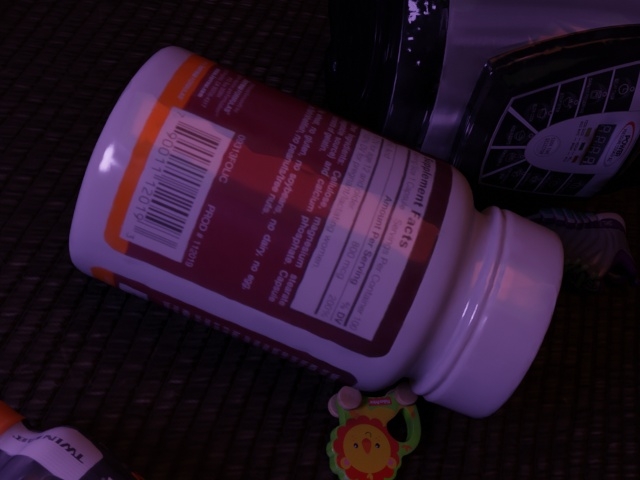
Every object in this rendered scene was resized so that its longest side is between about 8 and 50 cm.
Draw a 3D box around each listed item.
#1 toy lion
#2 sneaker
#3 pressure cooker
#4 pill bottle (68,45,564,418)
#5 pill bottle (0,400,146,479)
[{"bbox_3d":[0.051,0.186,0.778,0.100,0.034,0.096,0,63,-25],"label":"toy lion"},{"bbox_3d":[0.295,0.018,0.983,0.223,0.083,0.098,-3,62,-28],"label":"sneaker"},{"bbox_3d":[0.236,-0.234,0.916,0.420,0.370,0.375,1,95,-13],"label":"pressure cooker"},{"bbox_3d":[0.000,0.000,0.750,0.392,0.224,0.224,24,49,-3],"label":"pill bottle"},{"bbox_3d":[-0.167,0.221,0.581,0.245,0.130,0.130,38,49,5],"label":"pill bottle"}]
